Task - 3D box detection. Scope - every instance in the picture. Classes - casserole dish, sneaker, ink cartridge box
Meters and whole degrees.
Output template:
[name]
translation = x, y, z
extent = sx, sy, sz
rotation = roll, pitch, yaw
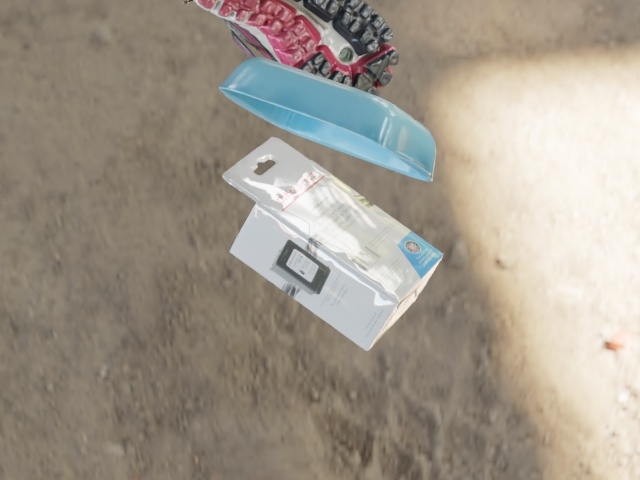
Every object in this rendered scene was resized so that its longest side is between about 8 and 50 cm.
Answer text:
[casserole dish]
translation = 0.009, -0.094, 1.306
extent = 0.188, 0.114, 0.037
rotation = 21, 85, 35
[sneaker]
translation = -0.063, -0.226, 1.515
extent = 0.121, 0.299, 0.112
rotation = -48, 33, -8
[ink cartridge box]
translation = 0.000, 0.000, 1.451
extent = 0.180, 0.060, 0.104
rotation = 36, 34, 9
